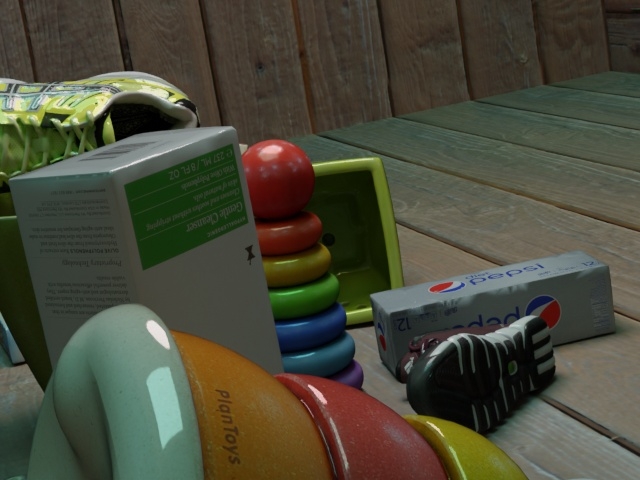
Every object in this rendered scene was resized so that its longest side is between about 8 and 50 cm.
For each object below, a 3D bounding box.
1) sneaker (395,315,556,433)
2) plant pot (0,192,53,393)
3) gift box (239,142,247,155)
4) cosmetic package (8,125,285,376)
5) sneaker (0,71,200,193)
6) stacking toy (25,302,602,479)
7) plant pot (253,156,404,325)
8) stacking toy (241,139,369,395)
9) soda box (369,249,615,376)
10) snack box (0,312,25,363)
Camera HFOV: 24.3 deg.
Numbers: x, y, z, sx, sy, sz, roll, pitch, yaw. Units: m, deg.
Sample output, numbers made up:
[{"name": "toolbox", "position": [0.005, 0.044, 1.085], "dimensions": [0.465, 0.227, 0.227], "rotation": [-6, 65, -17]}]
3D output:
[{"name": "sneaker", "position": [0.133, 0.152, 1.642], "dimensions": [0.163, 0.106, 0.281], "rotation": [-7, 1, 35]}, {"name": "plant pot", "position": [-0.261, 0.078, 1.781], "dimensions": [0.275, 0.293, 0.275], "rotation": [-10, 12, 2]}, {"name": "gift box", "position": [-0.251, -0.033, 2.281], "dimensions": [0.277, 0.258, 0.255], "rotation": [4, 2, 1]}, {"name": "cosmetic package", "position": [-0.163, 0.085, 1.509], "dimensions": [0.155, 0.365, 0.197], "rotation": [-2, 17, 37]}, {"name": "sneaker", "position": [-0.324, -0.133, 1.766], "dimensions": [0.385, 0.145, 0.147], "rotation": [-18, 14, -27]}, {"name": "stacking toy", "position": [0.044, 0.233, 1.037], "dimensions": [0.480, 0.350, 0.350], "rotation": [6, 6, -21]}, {"name": "plant pot", "position": [0.000, 0.000, 2.126], "dimensions": [0.227, 0.228, 0.207], "rotation": [-9, 5, 5]}, {"name": "stacking toy", "position": [-0.037, 0.052, 1.643], "dimensions": [0.141, 0.330, 0.141], "rotation": [-10, 12, 2]}, {"name": "soda box", "position": [0.213, 0.090, 1.840], "dimensions": [0.286, 0.091, 0.098], "rotation": [-12, 14, -10]}, {"name": "snack box", "position": [-0.413, 0.109, 2.304], "dimensions": [0.187, 0.060, 0.322], "rotation": [-13, 13, -17]}]
